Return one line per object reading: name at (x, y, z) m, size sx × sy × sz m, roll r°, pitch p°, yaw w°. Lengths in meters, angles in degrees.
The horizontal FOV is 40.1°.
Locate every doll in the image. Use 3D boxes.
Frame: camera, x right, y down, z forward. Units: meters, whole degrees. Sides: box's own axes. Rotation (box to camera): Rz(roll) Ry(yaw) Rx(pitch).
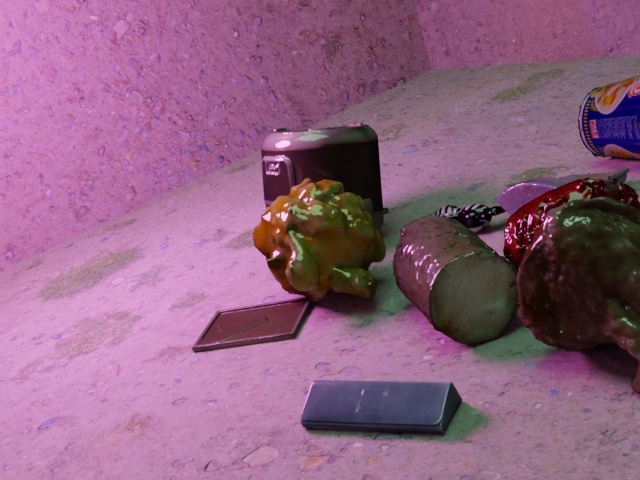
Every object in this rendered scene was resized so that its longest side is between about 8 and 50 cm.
doll at (0.359, -0.058, 2.197) m, size 0.091 × 0.067 × 0.219 m, roll -19°, pitch 11°, yaw -40°

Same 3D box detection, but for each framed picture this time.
framed picture at (-0.152, 0.189, 2.004) m, size 0.249 × 0.016 × 0.184 m, roll -11°, pitch 20°, yaw 17°

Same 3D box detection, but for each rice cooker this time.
rice cooker at (0.000, -0.138, 2.315) m, size 0.335 × 0.325 × 0.335 m, roll -4°, pitch 10°, yaw 1°

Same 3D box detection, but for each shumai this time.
shumai at (0.471, 0.099, 1.394) m, size 0.267 × 0.314 × 0.262 m, roll -33°, pitch 36°, yaw 1°

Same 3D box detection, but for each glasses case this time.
glasses case at (0.098, 0.277, 1.503) m, size 0.266 × 0.056 × 0.105 m, roll -5°, pitch 22°, yaw 30°

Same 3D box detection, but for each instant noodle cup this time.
instant noodle cup at (0.842, -0.319, 2.257) m, size 0.284 × 0.284 × 0.312 m, roll -25°, pitch 14°, yaw -24°

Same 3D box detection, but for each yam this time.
yam at (0.259, 0.068, 1.752) m, size 0.195 × 0.195 × 0.300 m, roll -19°, pitch 20°, yaw -7°

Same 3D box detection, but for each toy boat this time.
toy boat at (0.577, -0.111, 2.134) m, size 0.276 × 0.111 × 0.293 m, roll 2°, pitch 15°, yaw 32°

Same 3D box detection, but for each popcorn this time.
popcorn at (0.004, -0.001, 2.012) m, size 0.274 × 0.279 × 0.335 m, roll 6°, pitch -7°, yaw -32°

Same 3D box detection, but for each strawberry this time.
strawberry at (0.494, 0.015, 1.652) m, size 0.274 × 0.274 × 0.220 m, roll -14°, pitch 49°, yaw 8°
